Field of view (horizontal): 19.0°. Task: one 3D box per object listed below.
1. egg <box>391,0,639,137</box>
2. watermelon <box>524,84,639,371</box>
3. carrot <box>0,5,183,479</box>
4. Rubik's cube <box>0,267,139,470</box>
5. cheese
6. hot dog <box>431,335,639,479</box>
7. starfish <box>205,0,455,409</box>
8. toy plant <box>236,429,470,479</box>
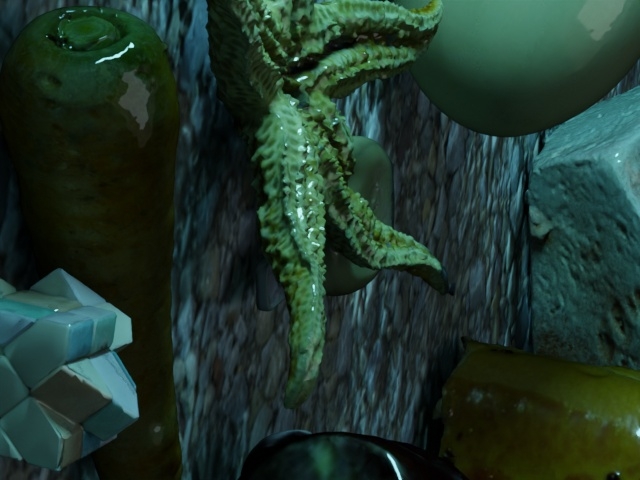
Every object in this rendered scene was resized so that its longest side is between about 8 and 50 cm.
[{"bbox_3d":[0.140,-0.181,1.270,0.241,0.186,0.186,-65,154,-26],"label":"egg"},{"bbox_3d":[0.288,-0.021,1.733,0.258,0.228,0.387,34,72,-59],"label":"watermelon"},{"bbox_3d":[-0.092,0.035,0.854,0.078,0.078,0.298,-59,152,-51],"label":"carrot"},{"bbox_3d":[-0.112,0.048,0.779,0.075,0.084,0.073,-70,167,-80],"label":"Rubik's cube"},{"bbox_3d":[0.000,0.000,1.145,0.192,0.037,0.097,-40,132,-65],"label":"cheese"},{"bbox_3d":[0.278,0.258,1.526,0.367,0.365,0.196,77,29,-43],"label":"hot dog"},{"bbox_3d":[-0.007,-0.104,1.038,0.347,0.078,0.358,-15,98,-65],"label":"starfish"},{"bbox_3d":[0.024,0.215,1.085,0.218,0.175,0.235,-38,142,-3],"label":"toy plant"}]
